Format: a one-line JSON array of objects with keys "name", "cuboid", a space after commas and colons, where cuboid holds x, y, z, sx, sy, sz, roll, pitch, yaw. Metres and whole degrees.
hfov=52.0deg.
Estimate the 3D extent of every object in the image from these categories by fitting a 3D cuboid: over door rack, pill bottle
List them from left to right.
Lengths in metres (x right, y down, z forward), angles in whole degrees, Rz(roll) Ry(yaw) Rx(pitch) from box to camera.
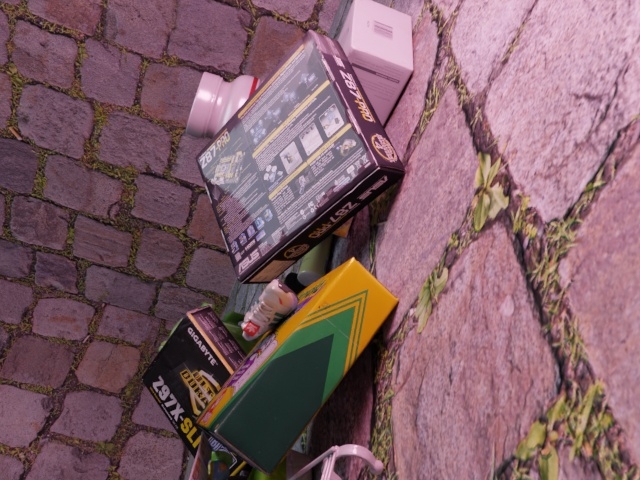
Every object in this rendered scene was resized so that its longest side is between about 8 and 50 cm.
[{"name": "pill bottle", "cuboid": [-0.144, -0.310, 1.785, 0.229, 0.408, 0.229, -163, 90, -80]}, {"name": "over door rack", "cuboid": [-0.055, 0.418, 0.848, 0.324, 0.108, 0.239, -35, 22, 40]}]

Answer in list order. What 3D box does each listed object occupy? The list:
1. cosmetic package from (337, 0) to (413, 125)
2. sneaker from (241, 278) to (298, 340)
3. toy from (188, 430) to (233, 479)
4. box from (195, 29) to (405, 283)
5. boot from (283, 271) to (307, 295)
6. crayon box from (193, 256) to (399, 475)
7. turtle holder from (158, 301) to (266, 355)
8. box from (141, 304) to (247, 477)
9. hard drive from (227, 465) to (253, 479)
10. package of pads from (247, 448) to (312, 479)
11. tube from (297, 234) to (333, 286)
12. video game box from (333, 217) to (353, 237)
[{"name": "cosmetic package", "cuboid": [0.091, -0.353, 1.397, 0.224, 0.138, 0.224, 120, 164, -44]}, {"name": "sneaker", "cuboid": [-0.088, 0.122, 1.067, 0.075, 0.057, 0.161, -51, 0, -30]}, {"name": "toy", "cuboid": [-0.172, 0.436, 1.044, 0.237, 0.056, 0.136, -88, -17, -60]}, {"name": "box", "cuboid": [-0.062, -0.146, 1.257, 0.395, 0.097, 0.318, -40, 63, 33]}, {"name": "boot", "cuboid": [-0.064, 0.172, 1.551, 0.198, 0.077, 0.137, -95, 20, -66]}, {"name": "crayon box", "cuboid": [-0.056, 0.205, 1.072, 0.313, 0.106, 0.363, -51, 4, -20]}, {"name": "turtle holder", "cuboid": [-0.242, 0.281, 1.601, 0.243, 0.320, 0.227, 131, 154, -80]}, {"name": "box", "cuboid": [-0.235, 0.347, 1.444, 0.079, 0.322, 0.257, -17, -29, -52]}, {"name": "hard drive", "cuboid": [-0.209, 0.641, 1.299, 0.237, 0.064, 0.338, 22, -94, -70]}, {"name": "package of pads", "cuboid": [-0.090, 0.519, 1.061, 0.296, 0.101, 0.229, -93, 24, -62]}, {"name": "tube", "cuboid": [0.000, 0.000, 1.533, 0.070, 0.062, 0.240, -9, 45, 28]}, {"name": "video game box", "cuboid": [-0.009, -0.127, 1.375, 0.048, 0.205, 0.187, -51, -19, -80]}]
